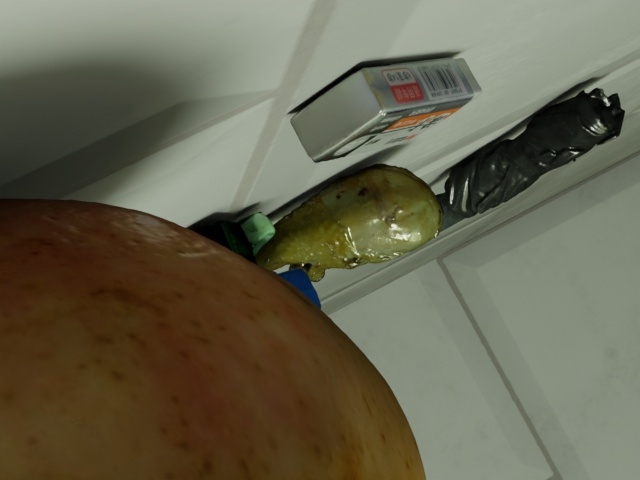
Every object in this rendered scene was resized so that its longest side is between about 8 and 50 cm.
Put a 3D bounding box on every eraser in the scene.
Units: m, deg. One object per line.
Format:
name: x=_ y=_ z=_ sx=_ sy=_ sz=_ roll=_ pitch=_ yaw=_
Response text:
eraser: x=0.037 y=-0.070 z=0.681 sx=0.052 sy=0.029 sz=0.122 roll=-31 pitch=173 yaw=31

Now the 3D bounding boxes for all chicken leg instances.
chicken leg: x=0.000 y=0.000 z=0.943 sx=0.178 sy=0.070 sz=0.093 roll=-21 pitch=157 yaw=2

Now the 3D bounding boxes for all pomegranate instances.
pomegranate: x=-0.124 y=0.133 z=0.492 sx=0.338 sy=0.338 sz=0.338 roll=-28 pitch=174 yaw=-3

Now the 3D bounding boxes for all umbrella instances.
umbrella: x=0.175 y=-0.070 z=1.211 sx=0.066 sy=0.059 sz=0.235 roll=10 pitch=150 yaw=-42

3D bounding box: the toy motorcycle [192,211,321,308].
toy motorcycle: x=-0.155 y=0.102 z=0.869 sx=0.331 sy=0.125 sz=0.196 roll=-26 pitch=176 yaw=16
